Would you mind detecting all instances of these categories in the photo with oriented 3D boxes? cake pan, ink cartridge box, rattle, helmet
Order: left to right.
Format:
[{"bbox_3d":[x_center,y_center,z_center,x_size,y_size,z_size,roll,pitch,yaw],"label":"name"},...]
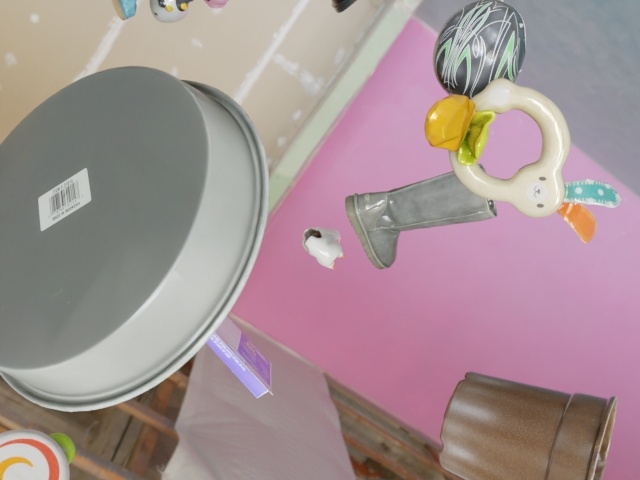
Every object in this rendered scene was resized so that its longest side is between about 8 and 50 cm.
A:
[{"bbox_3d":[-0.181,-0.019,0.447,0.293,0.293,0.054,41,179,33],"label":"cake pan"},{"bbox_3d":[-0.178,0.216,1.130,0.206,0.045,0.208,49,177,-7],"label":"ink cartridge box"},{"bbox_3d":[0.283,-0.339,1.012,0.169,0.169,0.161,41,174,30],"label":"helmet"},{"bbox_3d":[0.210,-0.073,0.567,0.199,0.130,0.143,54,-170,9],"label":"rattle"}]

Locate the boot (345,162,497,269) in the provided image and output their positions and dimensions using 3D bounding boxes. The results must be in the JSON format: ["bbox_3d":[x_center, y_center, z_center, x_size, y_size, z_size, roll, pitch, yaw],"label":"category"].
[{"bbox_3d":[0.161,-0.032,0.862,0.189,0.209,0.076,53,-152,-52],"label":"boot"}]

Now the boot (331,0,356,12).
[{"bbox_3d":[0.004,-0.579,1.134,0.207,0.094,0.246,45,-161,-26],"label":"boot"}]

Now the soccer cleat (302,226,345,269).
[{"bbox_3d":[0.000,0.000,1.074,0.076,0.068,0.196,39,-176,-10],"label":"soccer cleat"}]

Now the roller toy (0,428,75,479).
[{"bbox_3d":[-0.611,0.484,1.115,0.209,0.146,0.191,13,-126,-27],"label":"roller toy"}]

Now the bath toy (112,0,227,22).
[{"bbox_3d":[-0.217,-0.502,1.056,0.129,0.348,0.151,47,151,42],"label":"bath toy"}]

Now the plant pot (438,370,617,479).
[{"bbox_3d":[0.238,0.235,0.657,0.165,0.166,0.167,14,173,33],"label":"plant pot"}]
